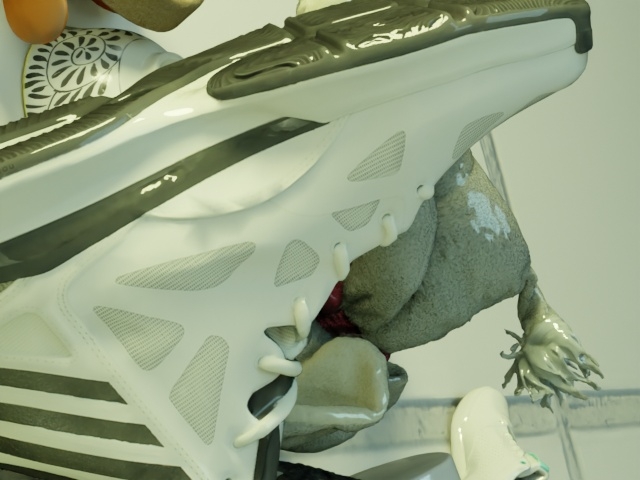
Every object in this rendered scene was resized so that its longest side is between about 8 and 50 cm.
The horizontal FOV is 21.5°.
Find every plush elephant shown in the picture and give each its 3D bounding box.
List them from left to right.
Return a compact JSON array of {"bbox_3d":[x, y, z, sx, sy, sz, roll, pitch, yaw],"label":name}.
[{"bbox_3d":[0.005,0.035,1.202,0.330,0.255,0.272,57,-7,11],"label":"plush elephant"}]

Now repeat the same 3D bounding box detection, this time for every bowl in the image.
[{"bbox_3d":[-0.128,-0.087,1.209,0.170,0.080,0.170,43,37,-46],"label":"bowl"}]

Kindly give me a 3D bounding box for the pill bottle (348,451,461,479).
[{"bbox_3d":[0.084,0.304,1.275,0.153,0.153,0.265,-20,90,-64],"label":"pill bottle"}]

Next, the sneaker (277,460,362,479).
[{"bbox_3d":[-0.072,0.278,1.063,0.410,0.158,0.182,-54,152,-62],"label":"sneaker"}]

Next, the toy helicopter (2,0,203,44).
[{"bbox_3d":[-0.211,-0.280,1.145,0.355,0.140,0.235,46,29,-17],"label":"toy helicopter"}]

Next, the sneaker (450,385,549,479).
[{"bbox_3d":[0.171,0.212,1.577,0.080,0.094,0.212,56,29,-26],"label":"sneaker"}]

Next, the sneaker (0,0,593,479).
[{"bbox_3d":[-0.023,0.011,1.031,0.169,0.447,0.258,-139,-150,-72],"label":"sneaker"}]
